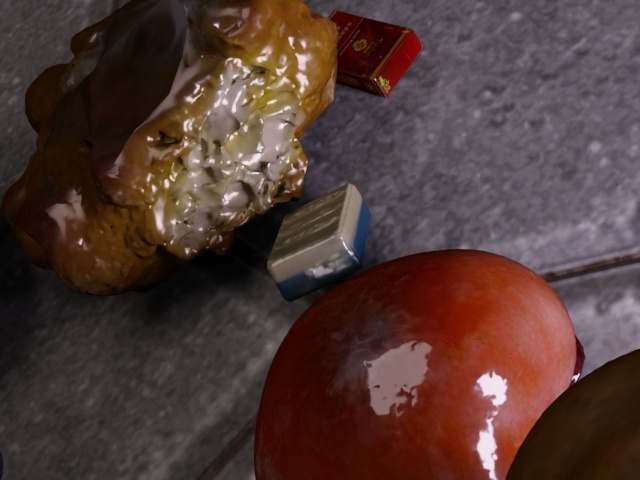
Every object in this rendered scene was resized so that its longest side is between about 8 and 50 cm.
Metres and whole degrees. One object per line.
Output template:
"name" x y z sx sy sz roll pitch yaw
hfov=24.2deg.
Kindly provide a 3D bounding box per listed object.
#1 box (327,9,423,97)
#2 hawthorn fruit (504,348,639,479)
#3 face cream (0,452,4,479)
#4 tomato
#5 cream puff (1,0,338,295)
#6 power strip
"box" 0.029 -0.140 1.108 0.082 0.023 0.051 21 69 40
"hawthorn fruit" 0.175 0.196 0.586 0.268 0.268 0.301 12 68 37
"face cream" -0.346 0.197 0.906 0.249 0.249 0.225 -1 56 30
"tomato" 0.037 0.084 0.868 0.199 0.112 0.228 -3 51 31
"cream puff" -0.105 -0.085 1.053 0.269 0.155 0.241 -25 46 15
"power strip" 0.000 0.000 0.966 0.056 0.032 0.123 -27 13 12
